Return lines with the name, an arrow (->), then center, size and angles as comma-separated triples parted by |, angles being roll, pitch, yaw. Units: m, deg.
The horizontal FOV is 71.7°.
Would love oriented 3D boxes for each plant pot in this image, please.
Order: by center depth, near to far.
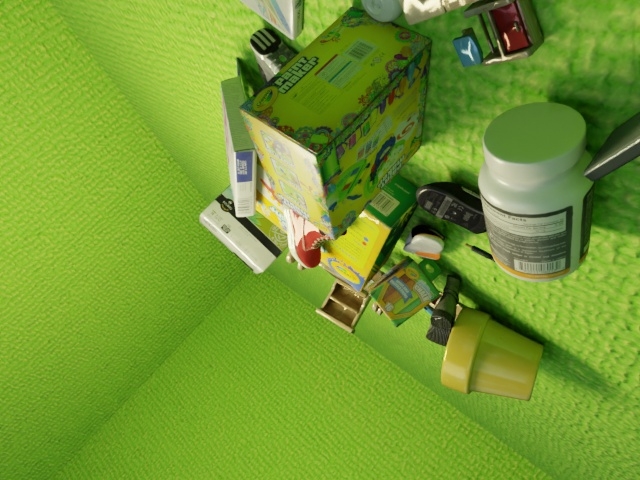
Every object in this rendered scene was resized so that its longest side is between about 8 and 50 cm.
plant pot -> 0.512, 0.348, 1.309 | 0.239, 0.254, 0.254 | 14, 152, 28

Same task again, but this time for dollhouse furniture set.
dollhouse furniture set -> 0.202, -0.285, 0.535 | 0.183, 0.129, 0.129 | 52, 162, -28
dollhouse furniture set -> 0.077, 0.180, 1.650 | 0.362, 0.256, 0.394 | 28, 174, 21

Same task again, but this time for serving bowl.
serving bowl -> 0.094, -0.388, 0.713 | 0.083, 0.027, 0.083 | 38, 164, 13

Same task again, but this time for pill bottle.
pill bottle -> 0.345, -0.068, 0.712 | 0.162, 0.162, 0.278 | 28, 158, 42

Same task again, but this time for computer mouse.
computer mouse -> 0.336, -0.046, 0.988 | 0.262, 0.060, 0.184 | 25, 156, 15

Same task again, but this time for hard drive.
hard drive -> 0.394, -0.133, 0.541 | 0.022, 0.094, 0.135 | 40, 164, 6

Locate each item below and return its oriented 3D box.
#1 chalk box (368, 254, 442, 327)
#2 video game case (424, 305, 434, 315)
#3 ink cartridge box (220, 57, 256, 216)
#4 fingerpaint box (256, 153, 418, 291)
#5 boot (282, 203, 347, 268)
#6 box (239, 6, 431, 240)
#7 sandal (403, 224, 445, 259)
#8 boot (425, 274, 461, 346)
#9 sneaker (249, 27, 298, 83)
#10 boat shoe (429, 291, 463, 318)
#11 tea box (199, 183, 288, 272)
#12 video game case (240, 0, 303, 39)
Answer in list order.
chalk box -> 0.268, 0.136, 1.340 | 0.132, 0.213, 0.132 | 50, -173, -2
video game case -> 0.350, 0.202, 1.578 | 0.166, 0.015, 0.119 | 41, -164, 4
ink cartridge box -> -0.244, -0.289, 1.293 | 0.324, 0.072, 0.330 | 105, 152, -61
fingerpaint box -> 0.022, -0.113, 1.262 | 0.445, 0.163, 0.371 | 38, 151, 15
boot -> 0.000, 0.000, 1.179 | 0.176, 0.088, 0.244 | 22, 141, 35
box -> 0.043, -0.206, 0.832 | 0.177, 0.290, 0.279 | 35, 162, 23
sandal -> 0.286, -0.005, 1.173 | 0.102, 0.076, 0.265 | 16, 172, 6
boot -> 0.394, 0.220, 1.371 | 0.084, 0.161, 0.246 | 18, 151, 20
sneaker -> -0.076, -0.385, 1.058 | 0.228, 0.086, 0.132 | 52, 170, 4
boat shoe -> 0.405, 0.209, 1.482 | 0.170, 0.063, 0.059 | 26, 164, 46
tea box -> -0.258, -0.090, 1.800 | 0.329, 0.323, 0.220 | 44, 165, -8
video game case -> -0.163, -0.575, 0.818 | 0.329, 0.036, 0.300 | 39, 164, 9
